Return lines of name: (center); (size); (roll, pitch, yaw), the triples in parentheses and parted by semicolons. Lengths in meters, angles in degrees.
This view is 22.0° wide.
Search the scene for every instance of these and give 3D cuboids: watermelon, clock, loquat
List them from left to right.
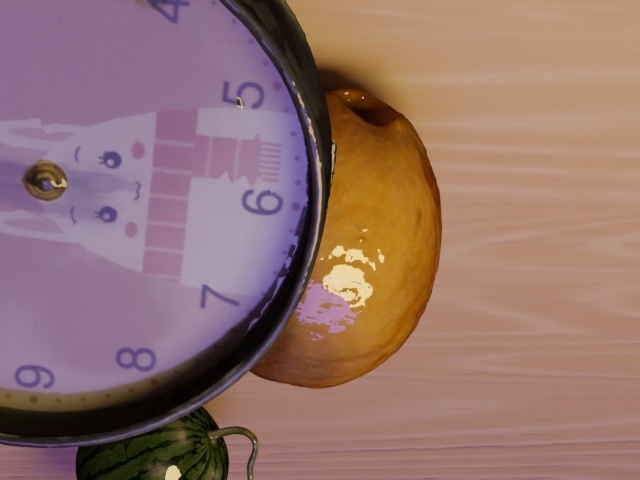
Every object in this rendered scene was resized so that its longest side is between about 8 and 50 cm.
clock: (-0.180, -0.039, 1.086); (0.386, 0.076, 0.386); (-1, 113, -2)
watermelon: (-0.144, 0.209, 1.584); (0.187, 0.141, 0.141); (-25, 139, 18)
loquat: (0.000, 0.000, 1.269); (0.193, 0.238, 0.238); (20, 135, -20)
